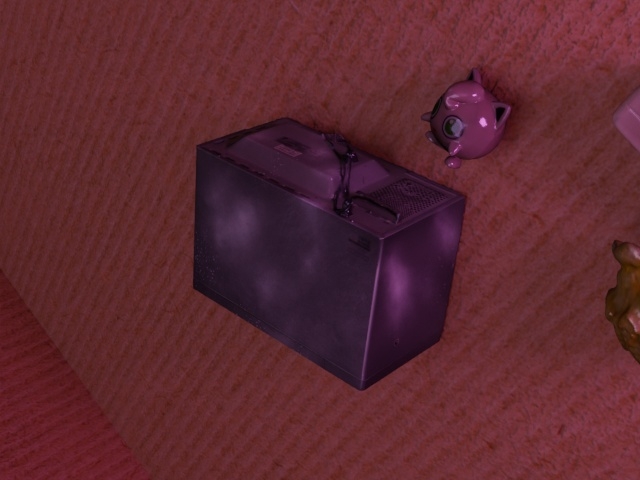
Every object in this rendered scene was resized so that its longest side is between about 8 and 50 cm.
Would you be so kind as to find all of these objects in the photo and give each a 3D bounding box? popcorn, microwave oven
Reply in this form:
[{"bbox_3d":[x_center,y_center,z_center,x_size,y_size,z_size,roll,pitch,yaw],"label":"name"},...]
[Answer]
[{"bbox_3d":[0.506,0.079,1.326,0.235,0.181,0.216,-18,96,48],"label":"popcorn"},{"bbox_3d":[0.000,0.000,1.747,0.432,0.236,0.374,28,127,32],"label":"microwave oven"}]

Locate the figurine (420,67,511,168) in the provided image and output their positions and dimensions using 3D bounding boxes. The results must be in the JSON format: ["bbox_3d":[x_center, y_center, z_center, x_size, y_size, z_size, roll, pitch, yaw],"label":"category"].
[{"bbox_3d":[0.227,-0.187,1.517,0.125,0.125,0.138,45,122,19],"label":"figurine"}]

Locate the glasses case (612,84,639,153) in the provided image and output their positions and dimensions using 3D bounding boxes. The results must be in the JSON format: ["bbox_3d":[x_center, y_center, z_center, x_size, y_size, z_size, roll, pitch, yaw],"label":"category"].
[{"bbox_3d":[0.534,-0.077,1.252,0.336,0.144,0.076,51,137,15],"label":"glasses case"}]
